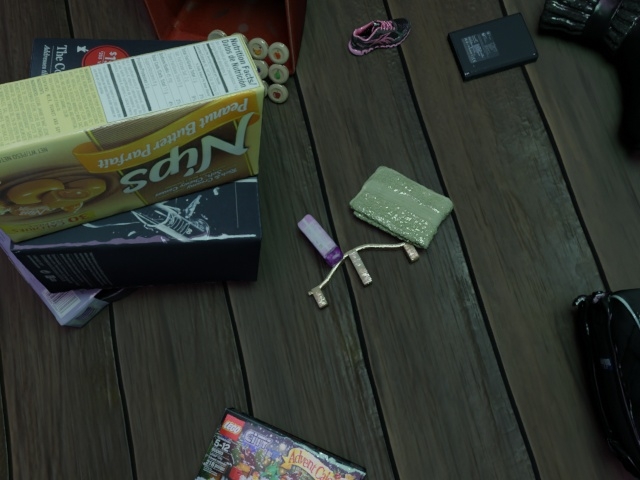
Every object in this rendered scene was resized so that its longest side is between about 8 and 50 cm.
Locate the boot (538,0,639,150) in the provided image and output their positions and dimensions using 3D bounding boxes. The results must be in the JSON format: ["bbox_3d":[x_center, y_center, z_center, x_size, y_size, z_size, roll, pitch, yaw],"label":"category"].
[{"bbox_3d":[0.482,-0.325,0.896,0.260,0.131,0.348,24,69,3],"label":"boot"}]

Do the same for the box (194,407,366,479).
[{"bbox_3d":[-0.067,0.372,0.819,0.233,0.044,0.159,21,79,9],"label":"box"}]

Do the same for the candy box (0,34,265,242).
[{"bbox_3d":[-0.227,-0.112,0.631,0.316,0.183,0.088,-19,71,-16],"label":"candy box"}]

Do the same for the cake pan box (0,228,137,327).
[{"bbox_3d":[-0.397,-0.022,0.931,0.246,0.070,0.267,-43,77,-5],"label":"cake pan box"}]

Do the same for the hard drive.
[{"bbox_3d":[0.306,-0.345,0.974,0.135,0.022,0.094,-16,75,1],"label":"hard drive"}]

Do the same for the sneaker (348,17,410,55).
[{"bbox_3d":[0.107,-0.374,0.980,0.119,0.057,0.047,-22,74,-2],"label":"sneaker"}]

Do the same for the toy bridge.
[{"bbox_3d":[0.064,0.045,0.897,0.188,0.026,0.063,-26,73,-2],"label":"toy bridge"}]

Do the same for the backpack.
[{"bbox_3d":[0.459,0.192,0.729,0.191,0.225,0.254,-4,80,9],"label":"backpack"}]

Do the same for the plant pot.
[{"bbox_3d":[-0.144,-0.486,0.939,0.267,0.267,0.236,14,65,8],"label":"plant pot"}]

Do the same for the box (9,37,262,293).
[{"bbox_3d":[-0.256,-0.115,0.828,0.312,0.179,0.343,-3,67,-11],"label":"box"}]

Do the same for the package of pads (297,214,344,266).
[{"bbox_3d":[0.000,0.000,0.890,0.032,0.050,0.083,-40,58,-1],"label":"package of pads"}]

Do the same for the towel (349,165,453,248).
[{"bbox_3d":[0.133,-0.057,0.903,0.148,0.027,0.110,30,69,15],"label":"towel"}]

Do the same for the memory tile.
[{"bbox_3d":[-0.126,-0.304,0.961,0.148,0.113,0.012,15,43,9],"label":"memory tile"}]
